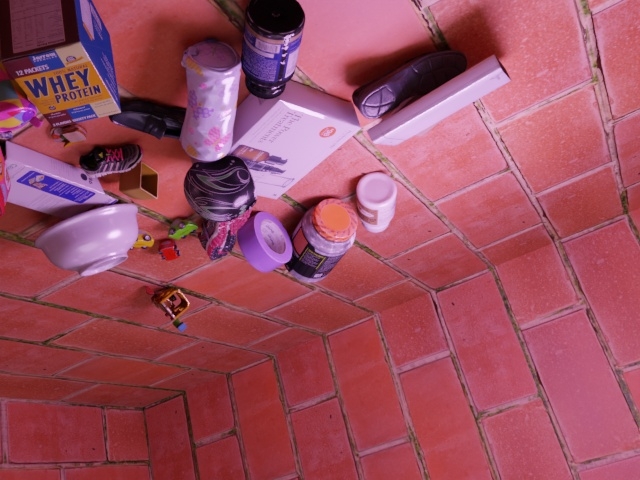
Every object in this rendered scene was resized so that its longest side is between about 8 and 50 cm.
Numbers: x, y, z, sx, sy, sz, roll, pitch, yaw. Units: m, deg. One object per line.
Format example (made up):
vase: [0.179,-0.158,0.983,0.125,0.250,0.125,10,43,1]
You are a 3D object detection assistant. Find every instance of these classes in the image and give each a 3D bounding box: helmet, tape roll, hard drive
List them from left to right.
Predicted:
helmet: [-0.262,-0.128,1.648,0.162,0.169,0.169,-20,159,-25]
tape roll: [-0.184,0.005,2.144,0.080,0.188,0.189,-28,153,27]
hard drive: [0.310,-0.351,1.672,0.353,0.047,0.233,-29,175,22]

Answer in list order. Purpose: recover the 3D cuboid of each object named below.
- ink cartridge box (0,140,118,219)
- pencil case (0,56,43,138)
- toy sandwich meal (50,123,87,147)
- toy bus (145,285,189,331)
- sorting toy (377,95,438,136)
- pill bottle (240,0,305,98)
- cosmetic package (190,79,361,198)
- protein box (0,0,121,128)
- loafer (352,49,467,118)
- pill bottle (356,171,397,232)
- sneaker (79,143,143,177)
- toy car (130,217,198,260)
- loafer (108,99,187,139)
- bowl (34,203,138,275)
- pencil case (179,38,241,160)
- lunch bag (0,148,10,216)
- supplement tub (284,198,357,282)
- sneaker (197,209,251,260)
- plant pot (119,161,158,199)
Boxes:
ink cartridge box: [-0.710,-0.141,1.674,0.166,0.065,0.333,-27,152,24]
pencil case: [-0.603,-0.306,1.179,0.105,0.236,0.104,-27,175,-2]
toy sandwich meal: [-0.600,-0.250,1.544,0.086,0.029,0.085,-13,156,-6]
toy bus: [-0.575,0.233,2.498,0.104,0.202,0.191,-41,154,-18]
sorting toy: [0.286,-0.369,1.813,0.208,0.038,0.193,1,152,-41]
pill bottle: [-0.107,-0.408,1.385,0.123,0.122,0.219,-8,155,-16]
cosmetic package: [-0.124,-0.261,1.728,0.285,0.097,0.377,7,148,-43]
protein box: [-0.474,-0.355,1.185,0.136,0.201,0.199,-14,156,-2]
loafer: [0.218,-0.411,1.634,0.303,0.095,0.109,-26,130,-5]
pill bottle: [0.186,-0.119,2.166,0.131,0.131,0.229,-14,156,-3]
sneaker: [-0.534,-0.207,1.634,0.171,0.063,0.075,-15,162,10]
toy car: [-0.488,-0.019,2.080,0.225,0.053,0.239,-27,154,24]
loafer: [-0.389,-0.281,1.542,0.223,0.078,0.076,2,150,-34]
bowl: [-0.643,0.014,1.846,0.298,0.134,0.298,-24,175,-2]
pencil case: [-0.250,-0.308,1.454,0.124,0.113,0.273,-9,141,-21]
lunch bag: [-0.858,-0.162,1.431,0.294,0.120,0.258,0,138,-11]
supplement tub: [0.000,0.000,2.236,0.194,0.193,0.316,-3,154,-25]
sneaker: [-0.313,-0.066,2.026,0.121,0.112,0.299,-19,152,-46]
plant pot: [-0.498,-0.155,1.756,0.083,0.081,0.081,-11,158,19]
